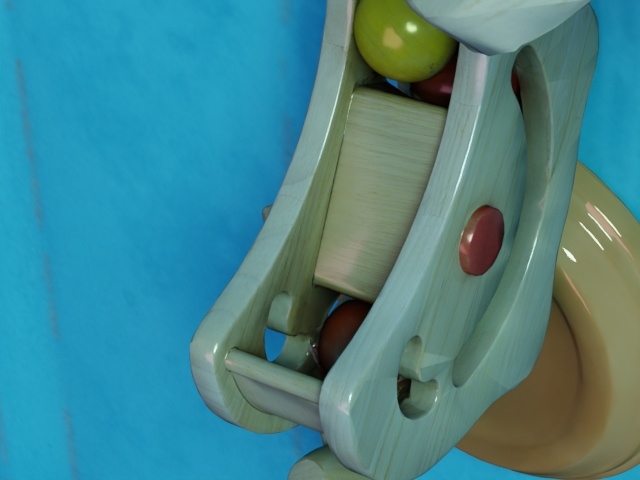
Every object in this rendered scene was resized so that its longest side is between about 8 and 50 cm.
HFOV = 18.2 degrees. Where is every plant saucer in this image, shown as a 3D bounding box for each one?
[{"bbox_3d":[0.077,0.033,0.924,0.200,0.037,0.200,28,139,28],"label":"plant saucer"}]

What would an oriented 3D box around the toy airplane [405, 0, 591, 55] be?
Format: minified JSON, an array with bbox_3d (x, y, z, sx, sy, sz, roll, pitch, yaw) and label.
[{"bbox_3d":[0.186,-0.188,0.425,0.386,0.272,0.384,28,107,48],"label":"toy airplane"}]

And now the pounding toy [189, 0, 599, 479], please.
[{"bbox_3d":[0.000,0.000,0.817,0.155,0.154,0.269,18,107,32],"label":"pounding toy"}]
